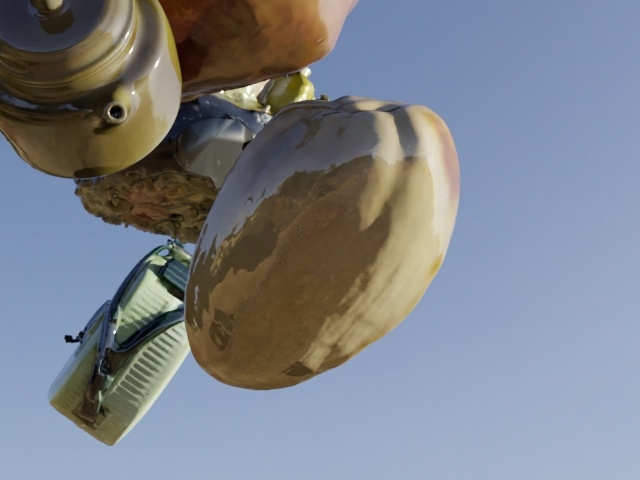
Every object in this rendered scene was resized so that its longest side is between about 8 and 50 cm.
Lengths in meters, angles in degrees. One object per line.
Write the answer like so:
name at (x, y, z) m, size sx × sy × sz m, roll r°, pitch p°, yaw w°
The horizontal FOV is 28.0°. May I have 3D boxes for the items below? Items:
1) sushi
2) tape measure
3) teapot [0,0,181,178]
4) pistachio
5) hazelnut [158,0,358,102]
sushi at (-0.178, -0.161, 1.868) m, size 0.327 × 0.285 × 0.328 m, roll 15°, pitch -21°, yaw -30°
tape measure at (-0.199, 0.097, 1.385) m, size 0.115 × 0.235 × 0.207 m, roll 36°, pitch -9°, yaw -6°
teapot at (-0.231, -0.183, 1.148) m, size 0.185 × 0.268 × 0.175 m, roll -29°, pitch -28°, yaw -13°
pistachio at (0.000, 0.000, 0.793) m, size 0.144 × 0.144 × 0.215 m, roll 22°, pitch -60°, yaw -26°
hazelnut at (-0.120, -0.334, 1.413) m, size 0.372 × 0.372 × 0.315 m, roll 16°, pitch -23°, yaw -15°
